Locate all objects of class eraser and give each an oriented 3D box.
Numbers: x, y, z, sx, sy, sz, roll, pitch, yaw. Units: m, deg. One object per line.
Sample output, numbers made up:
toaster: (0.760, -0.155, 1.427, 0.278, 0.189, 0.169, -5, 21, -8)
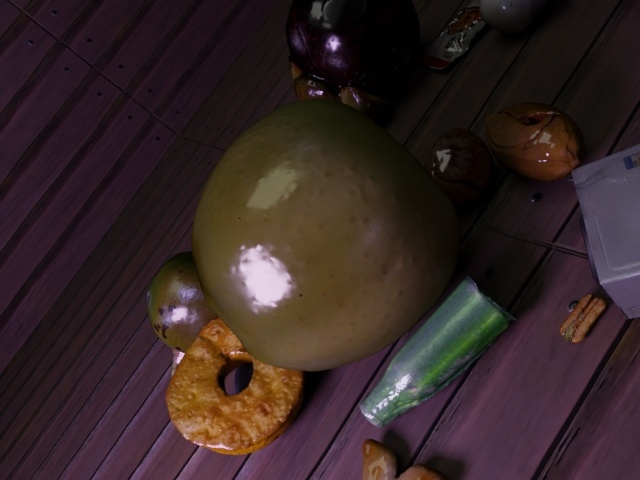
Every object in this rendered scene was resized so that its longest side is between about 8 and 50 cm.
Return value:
eraser: (-0.149, 0.320, 1.124, 0.092, 0.046, 0.212, -31, 39, 26)

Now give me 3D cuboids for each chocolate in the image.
chocolate: (0.444, -0.567, 1.164, 0.147, 0.221, 0.221, -55, 30, 29)
chocolate: (0.181, 0.194, 0.824, 0.291, 0.110, 0.110, -48, 35, 10)

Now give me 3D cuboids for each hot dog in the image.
hot dog: (0.384, 0.116, 0.729, 0.083, 0.021, 0.037, -50, 45, 0)

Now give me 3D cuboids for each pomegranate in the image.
pomegranate: (-0.321, 0.176, 1.264, 0.323, 0.291, 0.291, -48, 34, 20)

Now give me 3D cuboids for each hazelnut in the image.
hazelnut: (0.267, -0.146, 0.990, 0.143, 0.143, 0.154, 13, 83, 53)

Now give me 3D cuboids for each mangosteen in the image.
mangosteen: (0.079, -0.536, 1.374, 0.381, 0.381, 0.421, 6, 75, 51)

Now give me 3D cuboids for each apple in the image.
apple: (0.000, 0.000, 0.884, 0.473, 0.473, 0.473, -29, 40, 28)

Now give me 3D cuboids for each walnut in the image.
walnut: (0.385, -0.182, 0.909, 0.137, 0.137, 0.245, -44, 25, 11)

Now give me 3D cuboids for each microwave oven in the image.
microwave oven: (0.452, -0.017, 0.677, 0.163, 0.129, 0.205, -23, 43, 37)

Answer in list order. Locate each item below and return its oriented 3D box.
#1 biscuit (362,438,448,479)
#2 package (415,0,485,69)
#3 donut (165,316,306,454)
biscuit: (0.093, 0.426, 0.754, 0.164, 0.047, 0.208, 6, 64, 50)
package: (0.375, -0.554, 1.334, 0.239, 0.030, 0.154, -47, 32, 9)
donut: (-0.159, 0.291, 1.023, 0.303, 0.110, 0.303, -5, 48, 6)
